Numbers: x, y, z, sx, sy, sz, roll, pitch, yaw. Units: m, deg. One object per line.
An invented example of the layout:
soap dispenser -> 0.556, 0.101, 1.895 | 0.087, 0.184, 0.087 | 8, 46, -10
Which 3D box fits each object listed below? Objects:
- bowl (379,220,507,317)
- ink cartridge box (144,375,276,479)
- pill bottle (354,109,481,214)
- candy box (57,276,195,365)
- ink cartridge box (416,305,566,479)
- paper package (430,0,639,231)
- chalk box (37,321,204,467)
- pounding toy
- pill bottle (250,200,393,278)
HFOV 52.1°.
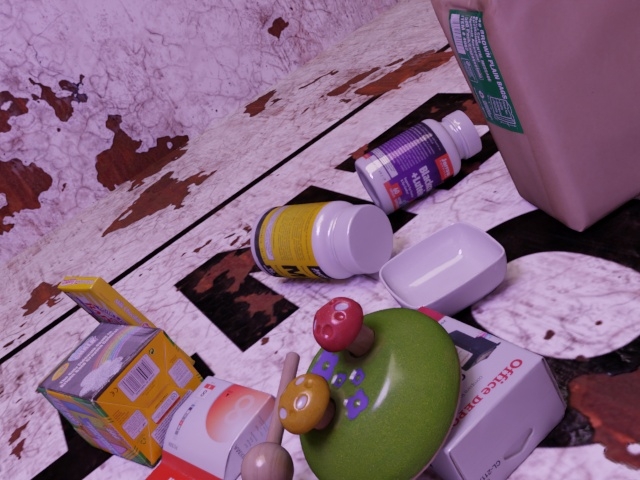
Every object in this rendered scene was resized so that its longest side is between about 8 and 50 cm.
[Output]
bowl -> 0.156, 0.045, 0.824 | 0.142, 0.053, 0.142 | -31, 26, -3
ink cartridge box -> -0.147, 0.247, 0.783 | 0.145, 0.045, 0.179 | 0, 36, 49
pill bottle -> 0.164, -0.134, 1.088 | 0.193, 0.108, 0.108 | -31, 25, -2
candy box -> -0.285, 0.125, 0.967 | 0.105, 0.206, 0.027 | -6, 44, 43
ink cartridge box -> 0.124, 0.148, 0.639 | 0.127, 0.072, 0.175 | -38, 26, -18
paper package -> 0.349, -0.230, 0.815 | 0.309, 0.325, 0.168 | -33, 24, -4
chalk box -> -0.282, 0.205, 0.907 | 0.213, 0.132, 0.132 | -4, 36, 46
pounding toy -> 0.002, 0.133, 0.604 | 0.237, 0.110, 0.183 | -26, 39, 37
pill bottle -> 0.000, 0.000, 1.000 | 0.208, 0.119, 0.119 | -2, 36, 46
